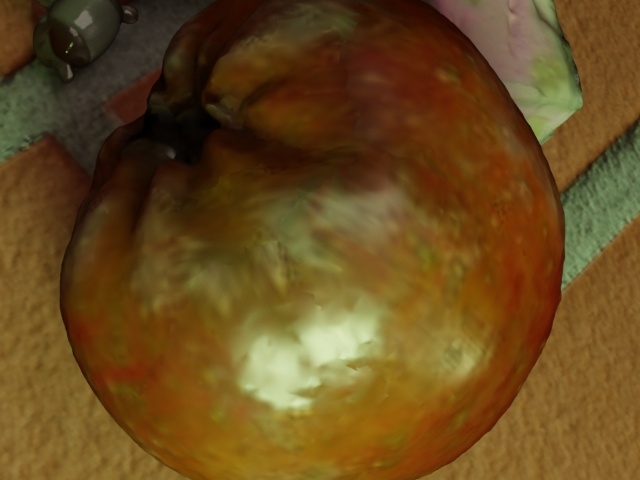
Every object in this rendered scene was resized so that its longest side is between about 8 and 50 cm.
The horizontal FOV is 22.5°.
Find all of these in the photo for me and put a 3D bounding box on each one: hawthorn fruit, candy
[{"bbox_3d":[0.000,0.000,0.863,0.284,0.284,0.284,16,55,-23],"label":"hawthorn fruit"},{"bbox_3d":[0.066,-0.162,1.074,0.116,0.155,0.265,7,58,-34],"label":"candy"}]

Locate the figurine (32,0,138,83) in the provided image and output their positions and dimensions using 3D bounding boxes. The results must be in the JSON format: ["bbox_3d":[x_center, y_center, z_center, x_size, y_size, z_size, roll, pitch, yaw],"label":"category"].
[{"bbox_3d":[-0.157,-0.201,0.997,0.260,0.103,0.205,-4,62,-22],"label":"figurine"}]
